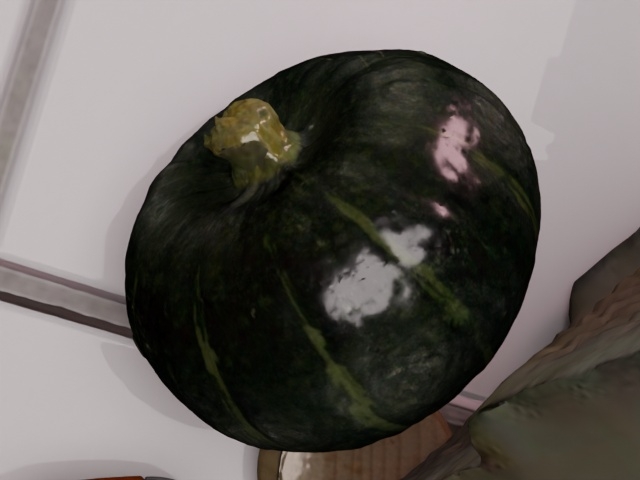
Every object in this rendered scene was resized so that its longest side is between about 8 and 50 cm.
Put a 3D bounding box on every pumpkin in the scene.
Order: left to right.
[{"bbox_3d":[0.002,0.003,0.717,0.125,0.167,0.167,31,81,-46],"label":"pumpkin"}]

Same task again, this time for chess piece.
[{"bbox_3d":[0.016,0.095,0.780,0.083,0.038,0.084,1,85,-12],"label":"chess piece"}]

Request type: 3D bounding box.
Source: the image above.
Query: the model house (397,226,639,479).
[{"bbox_3d":[0.201,0.070,0.681,0.243,0.298,0.284,48,58,-7],"label":"model house"}]

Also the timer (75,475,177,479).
[{"bbox_3d":[-0.094,0.156,0.729,0.136,0.099,0.136,0,78,-1],"label":"timer"}]
